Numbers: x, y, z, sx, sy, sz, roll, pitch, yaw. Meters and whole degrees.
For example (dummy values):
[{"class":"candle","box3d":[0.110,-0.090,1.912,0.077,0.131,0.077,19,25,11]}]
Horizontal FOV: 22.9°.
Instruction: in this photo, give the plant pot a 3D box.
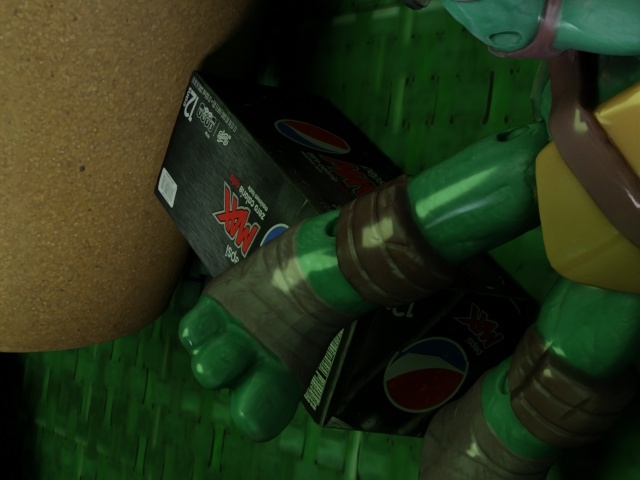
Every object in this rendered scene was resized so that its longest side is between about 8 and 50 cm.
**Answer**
[{"class":"plant pot","box3d":[-0.117,-0.093,0.639,0.237,0.237,0.254,-146,52,-59]}]

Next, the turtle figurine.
[{"class":"turtle figurine","box3d":[0.075,-0.008,0.353,0.175,0.118,0.234,49,134,2]}]

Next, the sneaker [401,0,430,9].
[{"class":"sneaker","box3d":[0.030,-0.153,0.407,0.135,0.098,0.276,-64,-2,-1]}]

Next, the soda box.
[{"class":"soda box","box3d":[0.000,0.000,0.535,0.169,0.060,0.053,51,125,54]}]
